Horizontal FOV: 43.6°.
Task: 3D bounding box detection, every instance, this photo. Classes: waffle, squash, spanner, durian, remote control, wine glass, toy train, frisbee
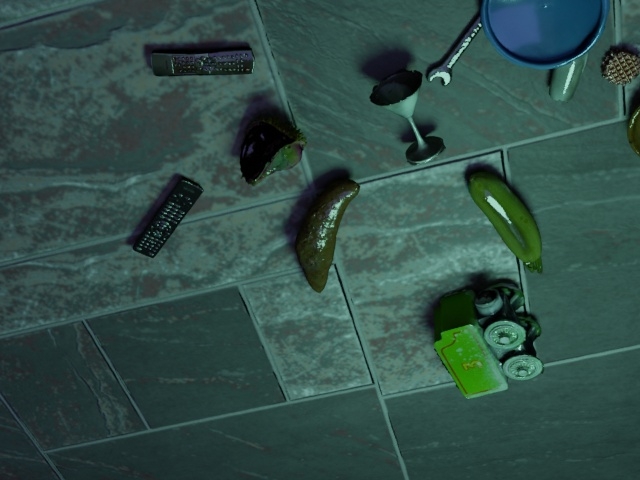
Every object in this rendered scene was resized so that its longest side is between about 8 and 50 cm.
[{"bbox_3d":[0.627,-0.363,1.671,0.083,0.029,0.075,12,122,-7],"label":"waffle"},{"bbox_3d":[0.453,-0.040,1.870,0.094,0.094,0.341,-31,119,19],"label":"squash"},{"bbox_3d":[0.304,-0.418,1.628,0.054,0.015,0.254,26,121,-18],"label":"spanner"},{"bbox_3d":[-0.097,-0.205,1.740,0.108,0.119,0.187,-7,152,-45],"label":"durian"},{"bbox_3d":[-0.240,-0.366,1.641,0.212,0.028,0.059,-1,123,-1],"label":"remote control"},{"bbox_3d":[0.190,-0.253,1.687,0.122,0.122,0.183,-21,126,13],"label":"wine glass"},{"bbox_3d":[0.423,0.251,2.041,0.249,0.173,0.307,-18,126,22],"label":"toy train"},{"bbox_3d":[0.516,-0.399,1.619,0.074,0.074,0.262,3,129,-4],"label":"wine glass"},{"bbox_3d":[0.433,-0.450,1.553,0.242,0.045,0.242,11,129,14],"label":"frisbee"},{"bbox_3d":[-0.359,-0.050,1.872,0.063,0.025,0.245,29,120,-23],"label":"remote control"}]

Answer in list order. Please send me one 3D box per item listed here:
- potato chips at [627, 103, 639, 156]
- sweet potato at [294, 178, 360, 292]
[{"bbox_3d":[0.763,-0.256,1.734,0.208,0.061,0.195,16,130,-15],"label":"potato chips"},{"bbox_3d":[-0.003,-0.002,1.879,0.114,0.092,0.341,0,129,-22],"label":"sweet potato"}]
